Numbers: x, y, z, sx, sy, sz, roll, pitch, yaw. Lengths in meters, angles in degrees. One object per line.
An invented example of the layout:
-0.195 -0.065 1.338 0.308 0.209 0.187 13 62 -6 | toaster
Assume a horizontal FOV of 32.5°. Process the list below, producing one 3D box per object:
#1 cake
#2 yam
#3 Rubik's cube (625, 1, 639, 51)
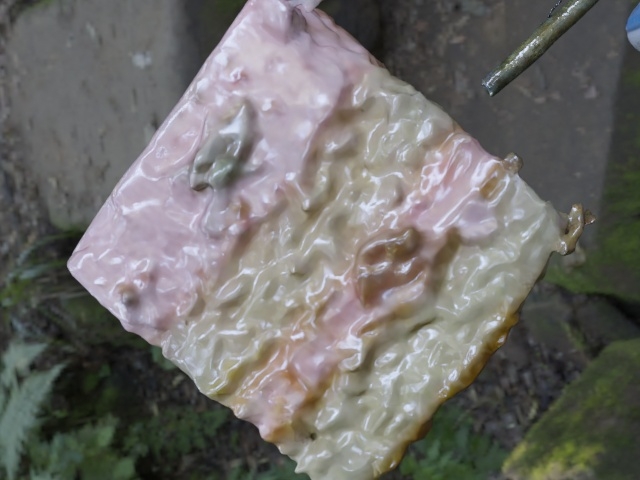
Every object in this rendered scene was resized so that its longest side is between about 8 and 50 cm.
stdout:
0.000 0.000 0.933 0.307 0.314 0.293 38 -177 -2 | cake
0.260 -0.239 1.167 0.029 0.234 0.027 47 178 2 | yam
0.442 -0.161 0.592 0.346 0.347 0.344 -53 5 1 | Rubik's cube
